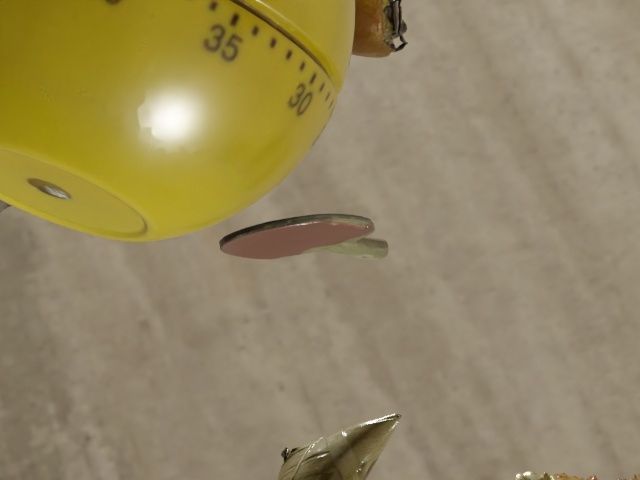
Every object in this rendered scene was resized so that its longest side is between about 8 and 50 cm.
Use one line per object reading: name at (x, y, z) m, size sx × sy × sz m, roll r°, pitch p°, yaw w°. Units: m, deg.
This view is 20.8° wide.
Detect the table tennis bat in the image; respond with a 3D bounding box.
table tennis bat at (0.000, 0.000, 1.624) m, size 0.131 × 0.234 × 0.022 m, roll -16°, pitch -102°, yaw 28°

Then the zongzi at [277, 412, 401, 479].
zongzi at (0.015, 0.292, 1.955) m, size 0.178 × 0.081 × 0.189 m, roll -31°, pitch -149°, yaw 38°

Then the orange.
orange at (0.035, -0.288, 2.096) m, size 0.160 × 0.112 × 0.170 m, roll 65°, pitch -25°, yaw 4°

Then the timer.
timer at (-0.124, -0.204, 1.263) m, size 0.376 × 0.376 × 0.387 m, roll -8°, pitch -121°, yaw 65°

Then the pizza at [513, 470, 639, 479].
pizza at (0.283, 0.356, 1.786) m, size 0.087 × 0.268 × 0.258 m, roll 33°, pitch -66°, yaw 59°

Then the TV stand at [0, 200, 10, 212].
TV stand at (-0.301, 0.007, 1.402) m, size 0.040 × 0.256 × 0.049 m, roll 11°, pitch -58°, yaw 20°
